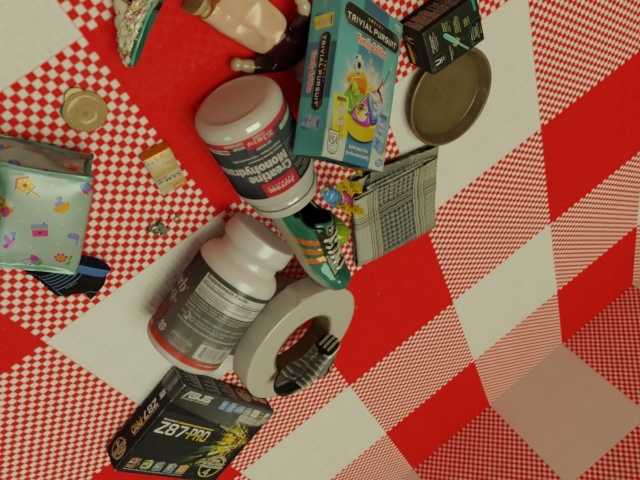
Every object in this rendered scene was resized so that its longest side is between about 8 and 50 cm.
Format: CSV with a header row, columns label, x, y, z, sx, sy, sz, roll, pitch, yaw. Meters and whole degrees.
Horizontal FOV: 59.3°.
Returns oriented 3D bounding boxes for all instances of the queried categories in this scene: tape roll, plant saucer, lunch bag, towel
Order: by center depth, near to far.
label,x,y,z,sx,sy,sz,roll,pitch,yaw
lunch bag,-0.564,-0.067,1.020,0.262,0.160,0.223,9,117,-29
plant saucer,0.345,-0.389,1.517,0.278,0.041,0.278,-20,132,-24
tape roll,-0.067,0.266,1.557,0.392,0.072,0.392,-32,144,-27
towel,0.223,-0.098,1.639,0.312,0.056,0.324,-25,133,-19

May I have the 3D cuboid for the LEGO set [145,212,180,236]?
label,x,y,z,sx,sy,sz,roll,pitch,yaw
LEGO set,-0.359,-0.032,1.288,0.083,0.023,0.054,-40,136,-3

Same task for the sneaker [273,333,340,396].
label,x,y,z,sx,sy,sz,roll,pitch,yaw
sneaker,-0.030,0.373,1.573,0.228,0.086,0.132,-37,149,-22

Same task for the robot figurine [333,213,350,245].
label,x,y,z,sx,sy,sz,roll,pitch,yaw
robot figurine,0.035,-0.029,1.510,0.067,0.115,0.101,-43,137,-2

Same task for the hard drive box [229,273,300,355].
label,x,y,z,sx,sy,sz,roll,pitch,yaw
hard drive box,-0.157,0.211,1.573,0.181,0.089,0.232,18,111,-43

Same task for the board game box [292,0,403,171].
label,x,y,z,sx,sy,sz,roll,pitch,yaw
board game box,0.066,-0.329,1.191,0.254,0.079,0.336,2,97,-56

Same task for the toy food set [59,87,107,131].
label,x,y,z,sx,sy,sz,roll,pitch,yaw
toy food set,-0.448,-0.244,1.065,0.083,0.020,0.082,8,117,-40

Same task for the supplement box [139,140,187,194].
label,x,y,z,sx,sy,sz,roll,pitch,yaw
supplement box,-0.335,-0.154,1.204,0.062,0.036,0.098,-31,135,-12

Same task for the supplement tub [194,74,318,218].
label,x,y,z,sx,sy,sz,roll,pitch,yaw
supplement tub,-0.128,-0.196,1.210,0.191,0.191,0.272,-37,136,-7

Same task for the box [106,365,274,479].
label,x,y,z,sx,sy,sz,roll,pitch,yaw
box,-0.374,0.563,1.679,0.318,0.097,0.395,-51,136,3

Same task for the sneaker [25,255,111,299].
label,x,y,z,sx,sy,sz,roll,pitch,yaw
sneaker,-0.561,0.068,1.177,0.232,0.081,0.090,22,103,-44

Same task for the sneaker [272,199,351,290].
label,x,y,z,sx,sy,sz,roll,pitch,yaw
sneaker,0.000,0.000,1.414,0.121,0.108,0.302,-24,113,37

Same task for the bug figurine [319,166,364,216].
label,x,y,z,sx,sy,sz,roll,pitch,yaw
bug figurine,0.044,-0.173,1.365,0.072,0.279,0.216,-8,158,19

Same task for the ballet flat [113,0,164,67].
label,x,y,z,sx,sy,sz,roll,pitch,yaw
ballet flat,-0.317,-0.429,0.991,0.077,0.091,0.241,26,102,-13

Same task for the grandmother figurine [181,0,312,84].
label,x,y,z,sx,sy,sz,roll,pitch,yaw
grandmother figurine,-0.096,-0.419,1.140,0.208,0.104,0.342,-31,146,27

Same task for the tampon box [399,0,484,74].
label,x,y,z,sx,sy,sz,roll,pitch,yaw
tampon box,0.289,-0.502,1.345,0.161,0.101,0.120,-36,135,-6

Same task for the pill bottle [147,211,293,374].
label,x,y,z,sx,sy,sz,roll,pitch,yaw
pill bottle,-0.238,0.126,1.363,0.210,0.210,0.363,28,103,-45
